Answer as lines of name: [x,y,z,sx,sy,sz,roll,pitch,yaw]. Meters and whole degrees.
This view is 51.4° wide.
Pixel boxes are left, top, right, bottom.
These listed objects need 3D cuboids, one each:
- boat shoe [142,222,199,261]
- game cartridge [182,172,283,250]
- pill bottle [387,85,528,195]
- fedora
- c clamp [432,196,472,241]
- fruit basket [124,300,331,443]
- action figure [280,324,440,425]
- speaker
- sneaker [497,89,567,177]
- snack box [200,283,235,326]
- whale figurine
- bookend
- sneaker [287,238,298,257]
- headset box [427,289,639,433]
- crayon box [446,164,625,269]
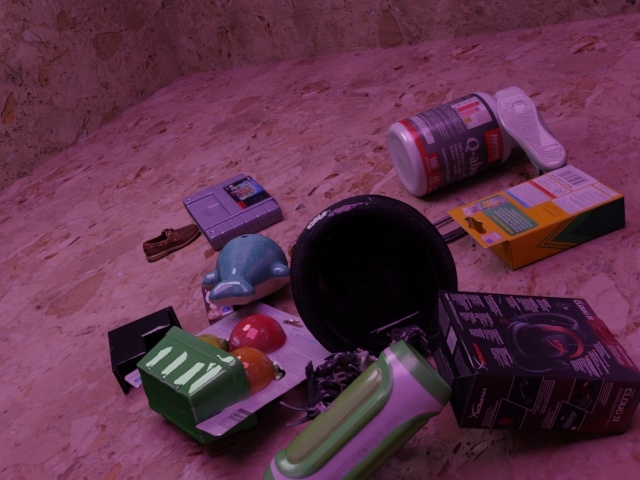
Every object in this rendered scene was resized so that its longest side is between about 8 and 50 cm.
boat shoe: [-0.435,-0.006,1.939,0.178,0.060,0.064,-31,32,-23]
game cartridge: [-0.272,-0.101,2.018,0.230,0.068,0.355,-30,31,-12]
pill bottle: [0.381,-0.274,1.788,0.362,0.210,0.210,-22,29,-6]
fedora: [0.098,0.069,1.278,0.333,0.334,0.152,-18,12,1]
c clamp: [0.319,-0.044,1.629,0.160,0.022,0.137,-28,36,-20]
fruit basket: [-0.155,0.243,1.308,0.327,0.166,0.353,14,27,43]
action figure: [0.076,0.248,1.122,0.275,0.164,0.141,-25,22,-24]
speaker: [0.054,0.289,0.996,0.296,0.131,0.131,-45,31,3]
sneaker: [0.529,-0.252,1.674,0.094,0.151,0.256,-30,63,9]
snack box: [-0.250,0.146,1.615,0.064,0.022,0.178,-20,29,-7]
whale figurine: [-0.175,0.067,1.529,0.216,0.141,0.272,-6,11,12]
bookend: [-0.381,0.239,1.477,0.157,0.072,0.156,-23,30,-11]
sneaker: [0.000,0.000,1.691,0.185,0.070,0.084,-17,20,-11]
headset box: [0.341,0.186,1.048,0.293,0.110,0.218,4,29,-8]
crayon box: [0.473,-0.049,1.483,0.322,0.083,0.203,-20,29,-5]
